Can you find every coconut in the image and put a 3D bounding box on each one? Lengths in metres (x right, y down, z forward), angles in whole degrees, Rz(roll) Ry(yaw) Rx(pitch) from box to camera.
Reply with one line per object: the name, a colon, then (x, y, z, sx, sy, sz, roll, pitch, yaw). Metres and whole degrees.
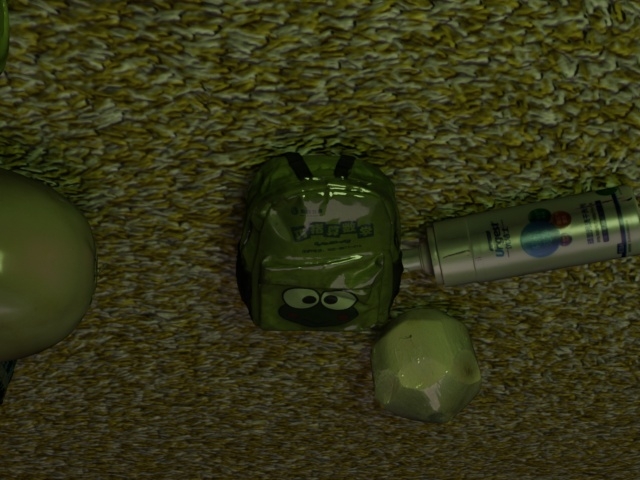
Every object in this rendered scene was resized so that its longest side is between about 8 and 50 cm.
coconut: (0.154, 0.194, 1.381, 0.161, 0.162, 0.161, -3, 143, -2)

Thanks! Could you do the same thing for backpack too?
backpack: (0.000, 0.000, 1.132, 0.207, 0.140, 0.253, -1, 137, -4)

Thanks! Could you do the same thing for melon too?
melon: (-0.400, 0.022, 1.041, 0.317, 0.223, 0.223, 8, 142, -20)

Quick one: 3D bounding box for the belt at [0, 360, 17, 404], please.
belt: (-0.503, 0.116, 1.223, 0.207, 0.150, 0.257, -2, 144, 13)

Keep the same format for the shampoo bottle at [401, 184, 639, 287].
shampoo bottle: (0.246, 0.000, 1.192, 0.304, 0.092, 0.092, -10, 143, 8)

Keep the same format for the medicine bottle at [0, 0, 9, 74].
medicine bottle: (-0.408, -0.198, 0.834, 0.239, 0.124, 0.124, -2, 143, -3)
